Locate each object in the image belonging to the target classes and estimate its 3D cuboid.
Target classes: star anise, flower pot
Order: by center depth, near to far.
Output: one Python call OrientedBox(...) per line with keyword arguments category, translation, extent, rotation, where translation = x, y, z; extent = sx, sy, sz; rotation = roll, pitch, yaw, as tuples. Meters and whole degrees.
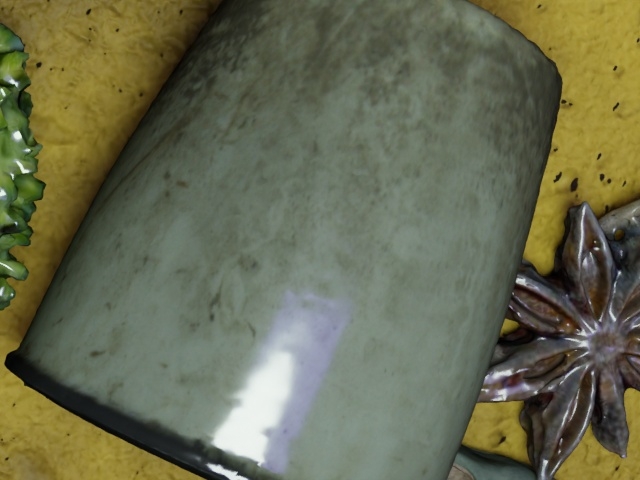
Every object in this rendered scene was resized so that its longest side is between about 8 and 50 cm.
OrientedBox(category="flower pot", translation=(0.000, 0.000, 1.213), extent=(0.293, 0.293, 0.330), rotation=(27, 87, -18))
OrientedBox(category="star anise", translation=(0.207, 0.054, 1.376), extent=(0.230, 0.081, 0.262), rotation=(28, 95, -19))

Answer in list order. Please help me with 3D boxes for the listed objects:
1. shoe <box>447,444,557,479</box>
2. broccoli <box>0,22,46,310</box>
OrientedBox(category="shoe", translation=(0.103, 0.188, 1.377), extent=(0.195, 0.078, 0.079), rotation=(24, 93, -14))
OrientedBox(category="broccoli", translation=(-0.336, -0.041, 1.136), extent=(0.324, 0.272, 0.334), rotation=(42, 85, -4))
